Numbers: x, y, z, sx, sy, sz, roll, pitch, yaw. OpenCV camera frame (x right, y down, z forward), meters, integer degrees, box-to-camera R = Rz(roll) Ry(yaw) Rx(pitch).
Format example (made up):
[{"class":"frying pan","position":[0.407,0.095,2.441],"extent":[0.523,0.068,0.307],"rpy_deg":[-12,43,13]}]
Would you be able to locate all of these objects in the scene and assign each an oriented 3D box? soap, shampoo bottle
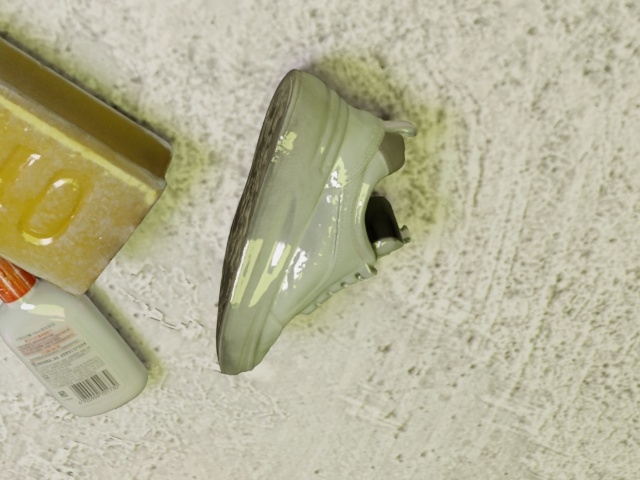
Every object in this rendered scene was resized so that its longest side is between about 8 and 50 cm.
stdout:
[{"class":"soap","position":[-0.290,-0.081,0.898],"extent":[0.274,0.089,0.173],"rpy_deg":[32,120,-19]},{"class":"shampoo bottle","position":[-0.277,0.092,1.041],"extent":[0.108,0.051,0.221],"rpy_deg":[-22,121,18]}]

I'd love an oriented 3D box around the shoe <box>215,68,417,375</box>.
[{"class":"shoe","position":[0.000,0.000,0.925],"extent":[0.159,0.124,0.316],"rpy_deg":[9,125,-12]}]
